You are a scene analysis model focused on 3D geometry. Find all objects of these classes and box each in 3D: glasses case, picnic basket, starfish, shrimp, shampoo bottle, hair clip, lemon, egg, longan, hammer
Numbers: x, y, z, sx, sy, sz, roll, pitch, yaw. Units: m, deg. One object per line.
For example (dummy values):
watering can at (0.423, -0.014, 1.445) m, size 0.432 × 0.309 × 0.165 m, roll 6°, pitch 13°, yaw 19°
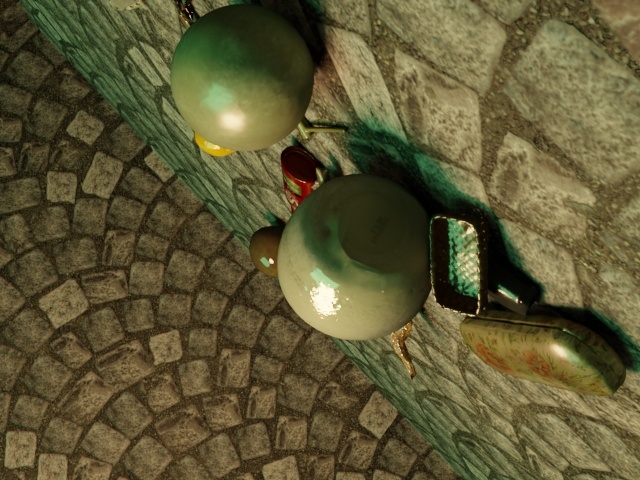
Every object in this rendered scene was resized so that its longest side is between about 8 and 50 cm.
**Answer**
glasses case at (0.409, 0.209, 1.292) m, size 0.156 × 0.098 × 0.425 m, roll 44°, pitch 167°, yaw -9°
picnic basket at (0.254, 0.038, 1.205) m, size 0.110 × 0.055 × 0.193 m, roll 15°, pitch 120°, yaw 39°
starfish at (0.159, 0.146, 1.781) m, size 0.384 × 0.132 × 0.398 m, roll 38°, pitch 153°, yaw 18°
shrimp at (-0.258, -0.483, 1.485) m, size 0.152 × 0.046 × 0.219 m, roll 51°, pitch 167°, yaw -30°
shampoo bottle at (0.074, 0.033, 1.347) m, size 0.322 × 0.322 × 0.317 m, roll 43°, pitch 158°, yaw 18°
hair clip at (0.025, -0.081, 1.639) m, size 0.106 × 0.084 × 0.292 m, roll 12°, pitch 155°, yaw 11°
lemon at (-0.310, -0.311, 2.015) m, size 0.155 × 0.114 × 0.114 m, roll 30°, pitch 162°, yaw 18°
egg at (-0.143, -0.292, 1.222) m, size 0.258 × 0.258 × 0.352 m, roll 49°, pitch 170°, yaw -6°
shampoo bottle at (-0.050, -0.139, 1.769) m, size 0.118 × 0.076 × 0.314 m, roll 41°, pitch 166°, yaw 11°
longan at (-0.164, 0.043, 2.439) m, size 0.212 × 0.198 × 0.198 m, roll 47°, pitch 167°, yaw 1°
hammer at (0.002, -0.246, 1.422) m, size 0.195 × 0.028 × 0.060 m, roll 17°, pitch 141°, yaw 60°

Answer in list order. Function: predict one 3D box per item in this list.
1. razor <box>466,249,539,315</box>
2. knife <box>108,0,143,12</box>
razor at (0.333, 0.078, 1.242) m, size 0.148 × 0.054 × 0.090 m, roll 42°, pitch 169°, yaw 22°
knife at (-0.536, -0.665, 1.841) m, size 0.073 × 0.040 × 0.265 m, roll 43°, pitch 170°, yaw -28°
